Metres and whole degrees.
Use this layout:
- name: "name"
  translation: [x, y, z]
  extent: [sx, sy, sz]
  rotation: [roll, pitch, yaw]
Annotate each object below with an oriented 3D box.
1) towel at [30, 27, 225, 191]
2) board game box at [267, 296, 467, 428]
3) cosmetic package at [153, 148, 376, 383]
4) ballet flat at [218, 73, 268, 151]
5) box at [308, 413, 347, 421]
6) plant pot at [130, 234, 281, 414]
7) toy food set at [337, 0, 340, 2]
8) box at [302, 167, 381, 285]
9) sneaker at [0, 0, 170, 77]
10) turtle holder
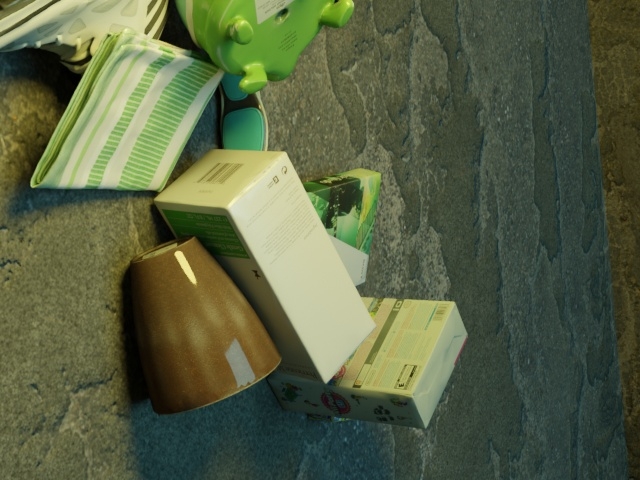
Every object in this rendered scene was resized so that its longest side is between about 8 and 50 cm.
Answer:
- name: "towel"
  translation: [-0.263, -0.175, 1.674]
  extent: [0.247, 0.038, 0.325]
  rotation: [-60, 163, 12]
- name: "board game box"
  translation: [0.087, 0.215, 2.136]
  extent: [0.224, 0.304, 0.097]
  rotation: [-58, 138, -37]
- name: "cosmetic package"
  translation: [-0.083, 0.040, 1.887]
  extent: [0.155, 0.197, 0.365]
  rotation: [-46, 122, -31]
- name: "ballet flat"
  translation: [-0.130, -0.232, 1.985]
  extent: [0.086, 0.086, 0.248]
  rotation: [-20, 108, -56]
- name: "box"
  translation: [0.045, 0.324, 2.304]
  extent: [0.169, 0.059, 0.054]
  rotation: [7, 87, -58]
- name: "plant pot"
  translation: [-0.202, 0.117, 1.796]
  extent: [0.215, 0.215, 0.230]
  rotation: [-35, 106, -52]
- name: "toy food set"
  translation: [0.018, -0.471, 2.256]
  extent: [0.122, 0.019, 0.077]
  rotation: [57, 46, -53]
- name: "box"
  translation: [0.000, 0.000, 2.171]
  extent: [0.322, 0.059, 0.232]
  rotation: [-21, 124, -57]
- name: "sneaker"
  translation: [-0.347, -0.270, 1.552]
  extent: [0.447, 0.169, 0.257]
  rotation: [-44, 140, -34]
- name: "turtle holder"
  translation: [-0.095, -0.374, 1.734]
  extent: [0.243, 0.227, 0.320]
  rotation: [-48, 158, 11]
